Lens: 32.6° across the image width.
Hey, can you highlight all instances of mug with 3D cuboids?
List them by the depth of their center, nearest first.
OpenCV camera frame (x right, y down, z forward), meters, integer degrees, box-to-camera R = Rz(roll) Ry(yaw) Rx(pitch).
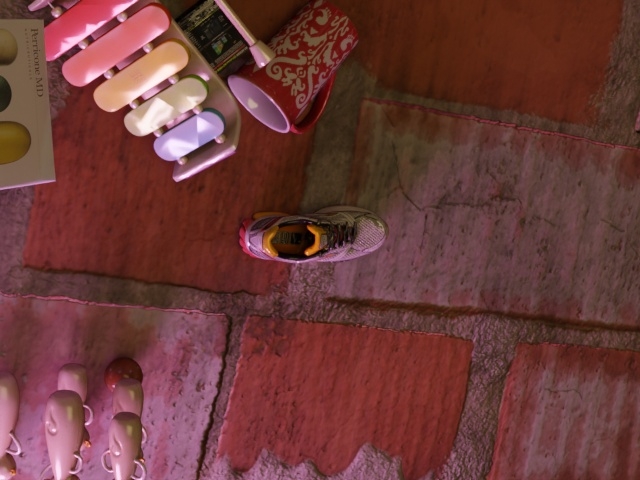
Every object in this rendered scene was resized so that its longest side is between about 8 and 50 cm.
[{"bbox_3d":[-0.034,-0.245,1.553,0.113,0.150,0.169,37,76,12],"label":"mug"}]

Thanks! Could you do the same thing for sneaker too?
[{"bbox_3d":[0.000,0.000,1.599,0.225,0.093,0.088,-6,102,-24],"label":"sneaker"}]

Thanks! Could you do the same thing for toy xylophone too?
[{"bbox_3d":[-0.211,-0.242,1.415,0.236,0.081,0.323,-34,111,33],"label":"toy xylophone"}]

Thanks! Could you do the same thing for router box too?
[{"bbox_3d":[-0.168,-0.269,1.507,0.122,0.038,0.092,-40,112,-13],"label":"router box"}]

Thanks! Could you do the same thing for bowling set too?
[{"bbox_3d":[-0.298,0.256,1.470,0.200,0.287,0.154,-18,117,-55],"label":"bowling set"}]

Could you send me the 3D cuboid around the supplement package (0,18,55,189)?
[{"bbox_3d":[-0.474,-0.152,1.248,0.263,0.198,0.199,-15,106,-52],"label":"supplement package"}]
